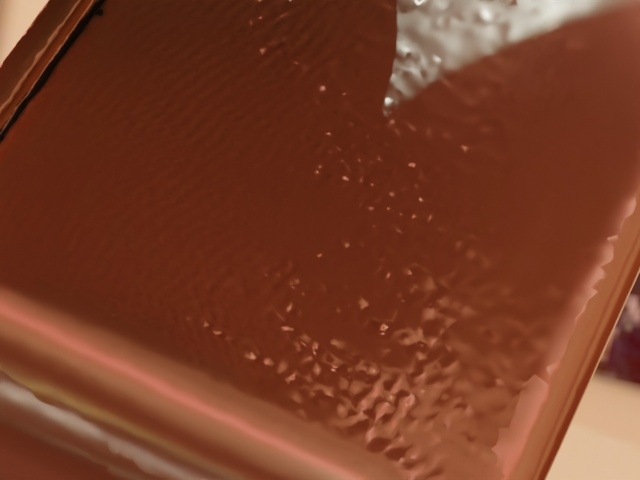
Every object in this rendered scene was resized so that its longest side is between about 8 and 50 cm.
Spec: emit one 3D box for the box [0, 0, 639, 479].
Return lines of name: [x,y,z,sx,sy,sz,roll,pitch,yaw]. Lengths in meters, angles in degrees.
box: [0.000,0.000,0.745,0.229,0.339,0.239,27,-28,5]
